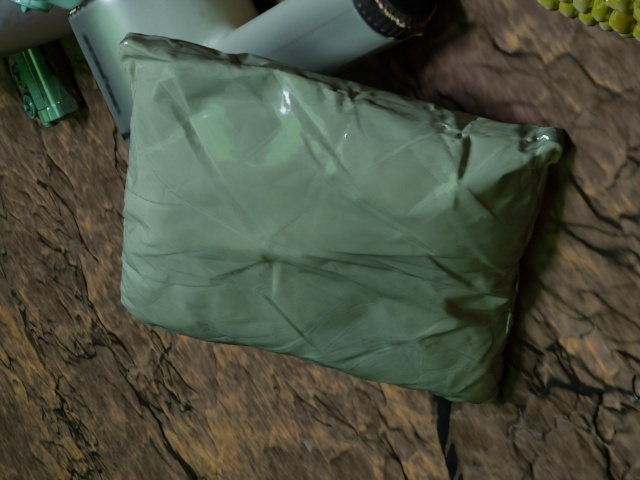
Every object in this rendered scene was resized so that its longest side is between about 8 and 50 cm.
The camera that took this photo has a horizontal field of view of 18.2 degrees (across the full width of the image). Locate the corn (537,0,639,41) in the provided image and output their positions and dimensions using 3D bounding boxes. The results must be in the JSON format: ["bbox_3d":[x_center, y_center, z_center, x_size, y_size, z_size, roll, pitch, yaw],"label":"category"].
[{"bbox_3d":[0.089,-0.172,0.952,0.291,0.101,0.101,26,146,8],"label":"corn"}]

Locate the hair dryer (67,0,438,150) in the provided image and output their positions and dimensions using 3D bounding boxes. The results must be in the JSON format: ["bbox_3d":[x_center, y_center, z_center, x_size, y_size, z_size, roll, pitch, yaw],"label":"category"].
[{"bbox_3d":[-0.024,-0.121,1.323,0.362,0.128,0.203,-20,96,57],"label":"hair dryer"}]

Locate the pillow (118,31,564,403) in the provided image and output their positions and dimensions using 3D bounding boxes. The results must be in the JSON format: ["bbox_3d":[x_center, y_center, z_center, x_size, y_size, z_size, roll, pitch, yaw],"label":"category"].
[{"bbox_3d":[-0.001,-0.001,1.281,0.274,0.076,0.281,15,141,6],"label":"pillow"}]

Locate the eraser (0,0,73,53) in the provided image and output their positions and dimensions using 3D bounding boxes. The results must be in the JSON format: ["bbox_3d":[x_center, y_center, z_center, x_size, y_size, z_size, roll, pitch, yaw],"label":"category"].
[{"bbox_3d":[-0.330,-0.247,1.681,0.331,0.150,0.331,29,129,43],"label":"eraser"}]

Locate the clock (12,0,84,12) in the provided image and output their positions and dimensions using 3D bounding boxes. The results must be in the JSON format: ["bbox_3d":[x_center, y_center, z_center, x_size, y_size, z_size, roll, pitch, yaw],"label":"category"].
[{"bbox_3d":[-0.182,-0.240,1.482,0.060,0.148,0.188,21,169,-15],"label":"clock"}]

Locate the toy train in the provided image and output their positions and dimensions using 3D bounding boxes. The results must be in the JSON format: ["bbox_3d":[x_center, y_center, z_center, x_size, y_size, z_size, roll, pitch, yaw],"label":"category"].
[{"bbox_3d":[-0.264,-0.174,1.808,0.071,0.038,0.148,-10,104,62],"label":"toy train"}]
